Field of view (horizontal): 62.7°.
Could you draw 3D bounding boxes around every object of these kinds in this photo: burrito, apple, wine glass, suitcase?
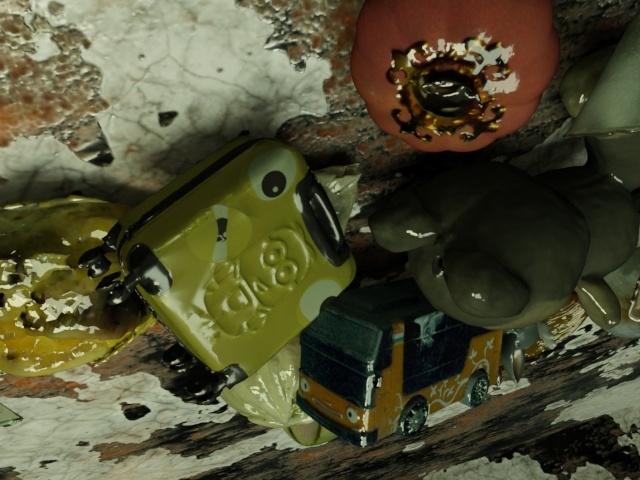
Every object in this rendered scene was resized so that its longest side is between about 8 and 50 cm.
[{"bbox_3d":[0.000,0.000,0.701,0.082,0.059,0.275,-5,143,-9],"label":"burrito"},{"bbox_3d":[0.030,0.365,1.156,0.193,0.120,0.265,-11,148,-31],"label":"apple"},{"bbox_3d":[0.260,-0.202,0.402,0.156,0.232,0.156,-8,-171,1],"label":"wine glass"},{"bbox_3d":[-0.094,0.017,0.546,0.235,0.143,0.194,-40,126,-19],"label":"suitcase"}]

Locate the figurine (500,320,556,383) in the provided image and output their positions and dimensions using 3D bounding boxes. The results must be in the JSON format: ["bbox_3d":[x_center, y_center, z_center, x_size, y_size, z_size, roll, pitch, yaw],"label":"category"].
[{"bbox_3d":[0.333,0.111,0.919,0.140,0.193,0.265,-29,132,15],"label":"figurine"}]

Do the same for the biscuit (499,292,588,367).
[{"bbox_3d":[0.492,0.223,1.252,0.317,0.040,0.318,-14,144,-10],"label":"biscuit"}]

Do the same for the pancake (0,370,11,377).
[{"bbox_3d":[-0.468,0.086,0.595,0.197,0.054,0.377,-28,146,-1],"label":"pancake"}]

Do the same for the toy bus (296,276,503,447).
[{"bbox_3d":[0.131,0.161,0.794,0.323,0.161,0.194,-6,105,-40],"label":"toy bus"}]

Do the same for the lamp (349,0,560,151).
[{"bbox_3d":[0.114,-0.154,0.461,0.182,0.140,0.182,10,144,7],"label":"lamp"}]

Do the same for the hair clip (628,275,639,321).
[{"bbox_3d":[0.452,-0.002,0.679,0.072,0.034,0.226,1,110,-62],"label":"hair clip"}]

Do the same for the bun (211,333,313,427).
[{"bbox_3d":[-0.060,0.231,0.893,0.259,0.160,0.259,-11,145,-8],"label":"bun"}]

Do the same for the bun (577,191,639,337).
[{"bbox_3d":[0.569,0.006,0.825,0.361,0.211,0.362,-31,167,-8],"label":"bun"}]

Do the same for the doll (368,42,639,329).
[{"bbox_3d":[0.251,-0.064,0.639,0.382,0.252,0.379,-5,112,-38],"label":"doll"}]

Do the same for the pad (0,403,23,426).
[{"bbox_3d":[-0.591,0.254,0.793,0.159,0.009,0.265,-13,144,-8],"label":"pad"}]

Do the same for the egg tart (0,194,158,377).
[{"bbox_3d":[-0.286,0.072,0.577,0.297,0.132,0.297,-17,145,-12],"label":"egg tart"}]
